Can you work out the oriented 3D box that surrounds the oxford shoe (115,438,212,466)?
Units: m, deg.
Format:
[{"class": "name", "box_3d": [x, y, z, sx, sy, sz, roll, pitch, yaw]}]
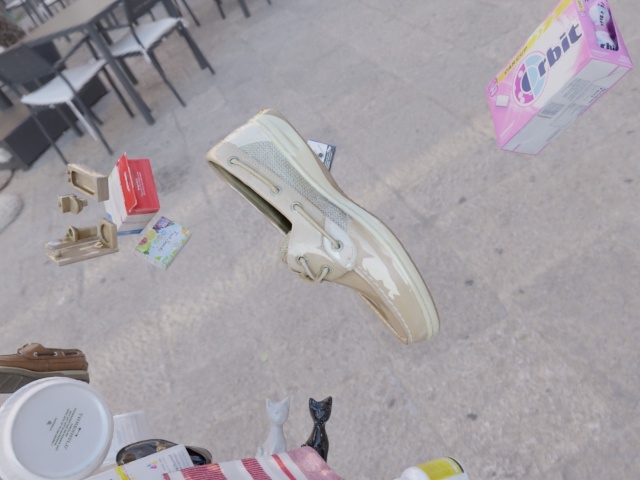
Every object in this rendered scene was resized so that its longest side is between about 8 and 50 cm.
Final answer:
[{"class": "oxford shoe", "box_3d": [-0.373, 0.515, 1.360, 0.227, 0.096, 0.083, 3, 71, -8]}]

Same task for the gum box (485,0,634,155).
[{"class": "gum box", "box_3d": [0.294, -0.207, 0.721, 0.062, 0.188, 0.107, 6, 62, -18]}]

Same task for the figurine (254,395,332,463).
[{"class": "figurine", "box_3d": [-0.069, 0.534, 1.582, 0.092, 0.215, 0.209, 7, 89, 64]}]

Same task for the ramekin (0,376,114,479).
[{"class": "ramekin", "box_3d": [-0.609, 0.444, 1.322, 0.127, 0.273, 0.273, -35, 22, 50]}]

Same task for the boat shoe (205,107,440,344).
[{"class": "boat shoe", "box_3d": [0.000, 0.000, 0.600, 0.098, 0.302, 0.109, -38, -6, -16]}]

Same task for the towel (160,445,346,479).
[{"class": "towel", "box_3d": [-0.122, 0.476, 1.115, 0.329, 0.037, 0.237, 1, 3, -27]}]

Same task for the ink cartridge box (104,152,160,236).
[{"class": "ink cartridge box", "box_3d": [-0.458, -0.110, 1.389, 0.078, 0.134, 0.231, -8, -13, -35]}]

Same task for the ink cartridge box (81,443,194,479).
[{"class": "ink cartridge box", "box_3d": [-0.363, 0.551, 1.121, 0.117, 0.278, 0.201, -47, 64, 27]}]

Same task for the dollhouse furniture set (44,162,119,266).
[{"class": "dollhouse furniture set", "box_3d": [-0.491, -0.055, 1.118, 0.144, 0.151, 0.123, 23, 28, 35]}]

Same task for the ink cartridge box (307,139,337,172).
[{"class": "ink cartridge box", "box_3d": [-0.016, -0.227, 1.924, 0.097, 0.207, 0.046, 15, 14, 4]}]

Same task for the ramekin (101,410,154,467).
[{"class": "ramekin", "box_3d": [-0.683, 0.655, 1.862, 0.277, 0.277, 0.135, -21, 73, 10]}]

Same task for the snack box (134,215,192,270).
[{"class": "snack box", "box_3d": [-0.437, 0.007, 1.596, 0.100, 0.037, 0.141, 27, 48, -1]}]

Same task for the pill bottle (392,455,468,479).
[{"class": "pill bottle", "box_3d": [0.251, 0.575, 1.334, 0.184, 0.103, 0.103, 0, 21, -34]}]

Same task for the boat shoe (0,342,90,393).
[{"class": "boat shoe", "box_3d": [-0.743, 0.320, 1.450, 0.111, 0.307, 0.104, -35, 57, 24]}]
